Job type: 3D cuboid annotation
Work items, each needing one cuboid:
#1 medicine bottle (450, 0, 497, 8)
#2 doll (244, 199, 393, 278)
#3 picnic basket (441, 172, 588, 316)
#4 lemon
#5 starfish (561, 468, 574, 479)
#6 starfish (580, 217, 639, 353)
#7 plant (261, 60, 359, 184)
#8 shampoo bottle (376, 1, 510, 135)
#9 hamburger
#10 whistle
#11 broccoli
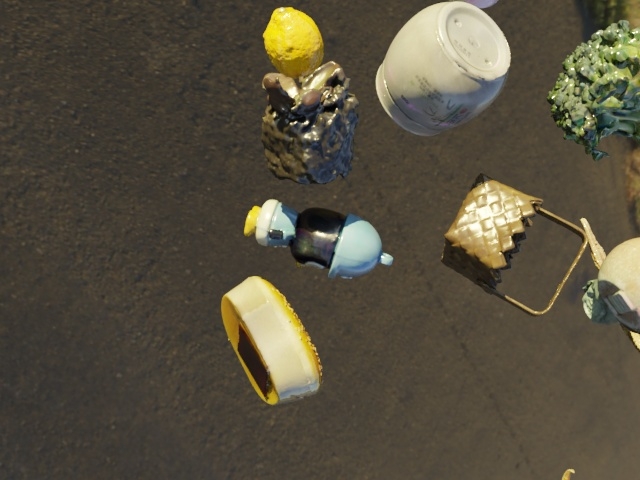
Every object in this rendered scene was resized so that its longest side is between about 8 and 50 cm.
[{"bbox_3d":[0.407,-0.757,1.777,0.256,0.256,0.325,-36,161,-33],"label":"medicine bottle"},{"bbox_3d":[0.000,0.000,1.534,0.177,0.314,0.141,-64,169,-75],"label":"doll"},{"bbox_3d":[0.480,0.015,1.855,0.254,0.321,0.291,-56,165,-10],"label":"picnic basket"},{"bbox_3d":[-0.054,-0.394,1.468,0.114,0.114,0.155,-46,131,-25],"label":"lemon"},{"bbox_3d":[0.503,0.470,1.249,0.146,0.189,0.074,-45,144,-60],"label":"starfish"},{"bbox_3d":[0.777,0.150,1.803,0.384,0.132,0.398,51,39,-20],"label":"starfish"},{"bbox_3d":[-0.027,-0.229,1.399,0.204,0.178,0.234,-31,123,-35],"label":"plant"},{"bbox_3d":[0.286,-0.401,1.737,0.273,0.266,0.273,12,63,-23],"label":"shampoo bottle"},{"bbox_3d":[-0.103,0.216,1.613,0.151,0.295,0.227,-20,160,-20],"label":"hamburger"},{"bbox_3d":[0.628,0.095,1.464,0.189,0.189,0.348,-57,175,-14],"label":"whistle"},{"bbox_3d":[0.454,-0.189,0.976,0.177,0.274,0.199,-81,-166,-53],"label":"broccoli"}]
